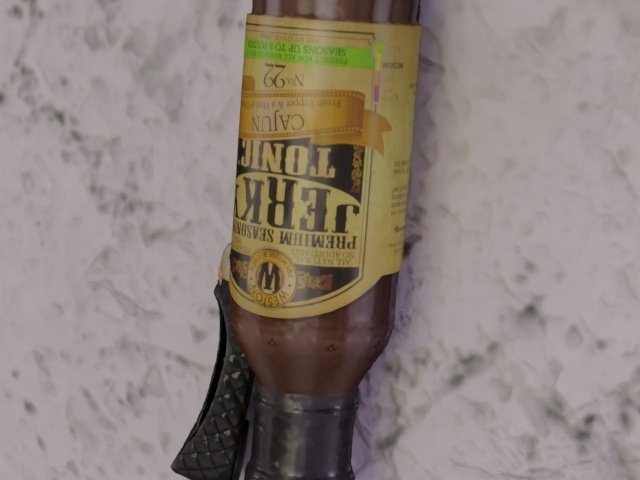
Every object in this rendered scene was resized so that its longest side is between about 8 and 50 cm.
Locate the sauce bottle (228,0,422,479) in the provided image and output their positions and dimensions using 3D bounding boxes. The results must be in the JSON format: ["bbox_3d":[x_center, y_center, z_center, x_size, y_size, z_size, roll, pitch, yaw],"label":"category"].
[{"bbox_3d":[0.000,0.000,1.008,0.111,0.111,0.344,7,99,31],"label":"sauce bottle"}]

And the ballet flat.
[{"bbox_3d":[-0.068,0.084,1.085,0.049,0.057,0.173,6,103,-5],"label":"ballet flat"}]
